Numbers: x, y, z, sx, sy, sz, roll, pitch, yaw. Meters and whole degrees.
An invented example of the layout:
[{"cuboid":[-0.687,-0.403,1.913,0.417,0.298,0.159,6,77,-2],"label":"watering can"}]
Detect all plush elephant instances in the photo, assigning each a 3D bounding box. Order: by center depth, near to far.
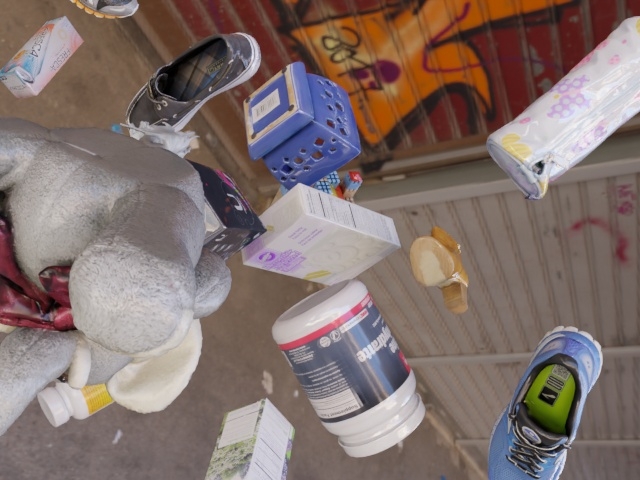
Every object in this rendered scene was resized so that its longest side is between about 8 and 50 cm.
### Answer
[{"cuboid":[-0.214,0.040,0.518,0.330,0.272,0.255,-64,176,-70],"label":"plush elephant"}]

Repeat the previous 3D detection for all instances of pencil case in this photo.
[{"cuboid":[0.360,-0.180,0.843,0.113,0.273,0.124,49,2,3],"label":"pencil case"}]

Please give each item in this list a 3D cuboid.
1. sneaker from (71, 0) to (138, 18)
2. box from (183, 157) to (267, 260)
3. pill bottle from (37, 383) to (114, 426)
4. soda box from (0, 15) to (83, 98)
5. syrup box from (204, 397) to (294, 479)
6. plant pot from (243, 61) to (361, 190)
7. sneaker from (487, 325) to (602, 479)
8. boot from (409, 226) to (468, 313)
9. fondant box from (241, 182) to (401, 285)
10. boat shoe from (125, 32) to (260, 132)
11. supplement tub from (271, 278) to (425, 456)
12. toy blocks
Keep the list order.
[{"cuboid":[-0.414,-0.467,1.062,0.215,0.083,0.084,29,49,-21],"label":"sneaker"},{"cuboid":[-0.239,-0.048,1.233,0.165,0.143,0.270,55,9,6],"label":"box"},{"cuboid":[-0.531,0.337,1.420,0.208,0.118,0.117,-27,109,-37],"label":"pill bottle"},{"cuboid":[-0.546,-0.360,1.206,0.063,0.058,0.183,60,39,-43],"label":"soda box"},{"cuboid":[-0.120,0.385,1.004,0.096,0.093,0.236,54,23,-25],"label":"syrup box"},{"cuboid":[-0.062,-0.295,1.566,0.212,0.236,0.235,29,41,-44],"label":"plant pot"},{"cuboid":[0.335,0.298,0.978,0.147,0.130,0.329,-12,120,-56],"label":"sneaker"},{"cuboid":[0.298,0.032,1.576,0.295,0.104,0.211,53,26,-37],"label":"boot"},{"cuboid":[0.000,0.000,1.527,0.330,0.238,0.096,18,48,-40],"label":"fondant box"},{"cuboid":[-0.182,-0.197,0.792,0.076,0.229,0.080,-15,85,-63],"label":"boat shoe"},{"cuboid":[0.052,0.225,1.111,0.272,0.191,0.191,61,26,-4],"label":"supplement tub"},{"cuboid":[-0.012,-0.151,2.265,0.382,0.261,0.190,-3,58,-27],"label":"toy blocks"}]
